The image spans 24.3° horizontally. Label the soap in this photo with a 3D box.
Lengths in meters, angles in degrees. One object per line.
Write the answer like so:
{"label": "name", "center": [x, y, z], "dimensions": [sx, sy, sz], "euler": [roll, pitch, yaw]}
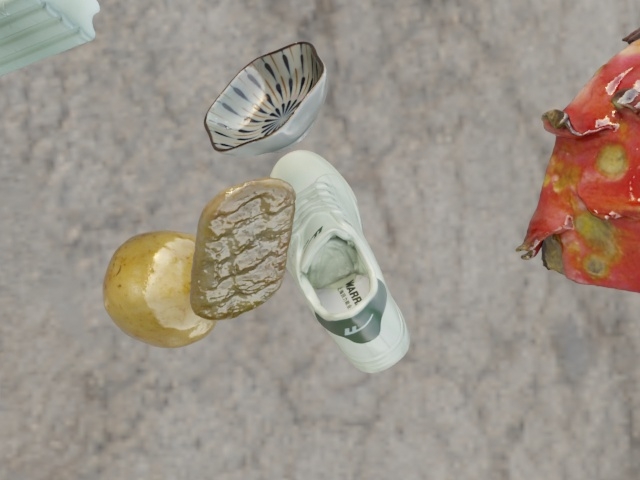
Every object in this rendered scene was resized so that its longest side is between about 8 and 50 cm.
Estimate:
{"label": "soap", "center": [-0.403, -0.286, 1.953], "dimensions": [0.119, 0.198, 0.067], "euler": [38, 47, -45]}

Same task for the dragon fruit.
{"label": "dragon fruit", "center": [0.260, -0.065, 0.951], "dimensions": [0.274, 0.126, 0.161], "euler": [-18, 109, -15]}

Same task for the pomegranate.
{"label": "pomegranate", "center": [-0.215, 0.072, 2.156], "dimensions": [0.196, 0.196, 0.196], "euler": [10, 78, -55]}

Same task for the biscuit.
{"label": "biscuit", "center": [-0.054, 0.008, 1.020], "dimensions": [0.071, 0.147, 0.018], "euler": [-15, 56, -21]}

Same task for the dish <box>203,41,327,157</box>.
{"label": "dish", "center": [-0.056, -0.165, 1.902], "dimensions": [0.066, 0.190, 0.191], "euler": [48, 48, -34]}

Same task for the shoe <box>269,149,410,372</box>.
{"label": "shoe", "center": [0.000, 0.000, 1.989], "dimensions": [0.363, 0.131, 0.160], "euler": [64, 5, 32]}
